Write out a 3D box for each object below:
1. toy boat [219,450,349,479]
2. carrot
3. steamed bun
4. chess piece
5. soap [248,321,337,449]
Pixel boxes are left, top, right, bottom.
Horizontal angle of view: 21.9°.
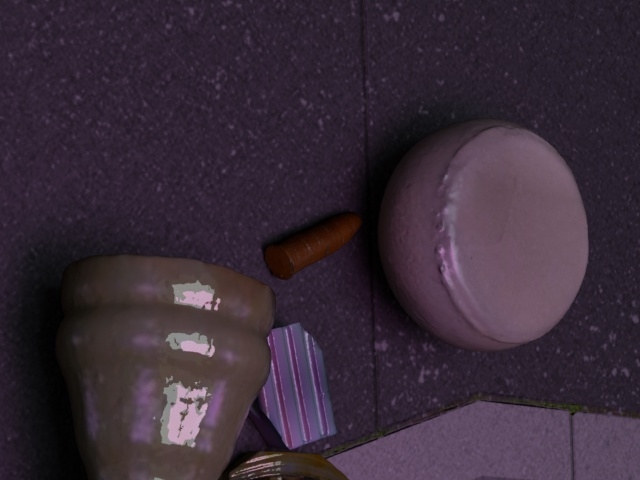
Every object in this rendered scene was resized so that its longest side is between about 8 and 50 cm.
[{"bbox_3d":[-0.037,0.278,1.923,0.172,0.065,0.066,7,79,-31],"label":"toy boat"},{"bbox_3d":[0.000,0.000,1.964,0.139,0.048,0.048,-27,105,-34],"label":"carrot"},{"bbox_3d":[0.183,-0.006,2.017,0.283,0.177,0.283,2,87,-39],"label":"steamed bun"},{"bbox_3d":[-0.170,0.252,1.685,0.234,0.234,0.442,15,70,-35],"label":"chess piece"},{"bbox_3d":[-0.044,0.167,1.924,0.100,0.056,0.149,-16,100,-37],"label":"soap"}]
